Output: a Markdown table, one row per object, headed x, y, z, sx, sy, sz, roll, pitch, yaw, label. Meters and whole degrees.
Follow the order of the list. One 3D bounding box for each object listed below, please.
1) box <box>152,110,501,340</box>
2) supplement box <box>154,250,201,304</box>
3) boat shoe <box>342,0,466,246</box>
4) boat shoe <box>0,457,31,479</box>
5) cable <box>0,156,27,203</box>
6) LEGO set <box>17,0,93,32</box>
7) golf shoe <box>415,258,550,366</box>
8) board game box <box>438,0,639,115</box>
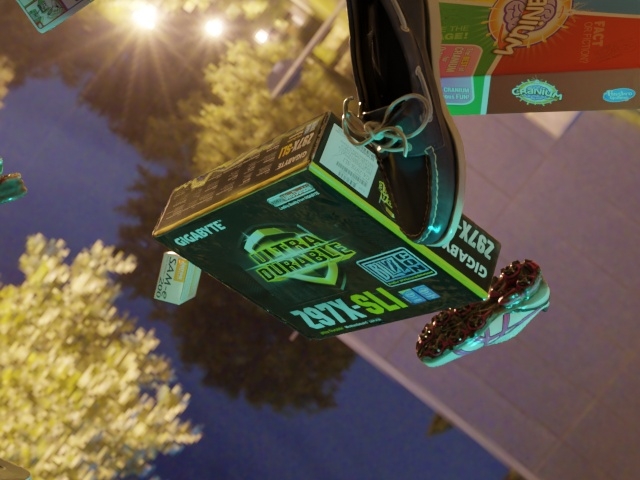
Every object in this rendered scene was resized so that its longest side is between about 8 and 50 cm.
| x | y | z | sx | sy | sz | roll | pitch | yaw | label |
| --- | --- | --- | --- | --- | --- | --- | --- | --- | --- |
| 0.000 | 0.000 | 1.264 | 0.257 | 0.079 | 0.322 | 34 | 150 | -26 | box |
| -0.183 | 0.046 | 1.479 | 0.036 | 0.062 | 0.098 | 14 | -177 | 4 | supplement box |
| 0.069 | -0.118 | 0.997 | 0.079 | 0.255 | 0.095 | -10 | -173 | -43 | boat shoe |
| -0.503 | 0.364 | 1.697 | 0.183 | 0.083 | 0.065 | 18 | -161 | 37 | boat shoe |
| -0.428 | -0.069 | 1.299 | 0.139 | 0.072 | 0.287 | -9 | -174 | -29 | cable |
| -0.185 | -0.301 | 0.900 | 0.182 | 0.244 | 0.060 | 56 | -149 | -16 | LEGO set |
| 0.205 | 0.106 | 1.396 | 0.086 | 0.186 | 0.067 | 59 | 176 | -38 | golf shoe |
| 0.247 | -0.260 | 1.404 | 0.316 | 0.242 | 0.064 | 0 | 139 | 19 | board game box |
